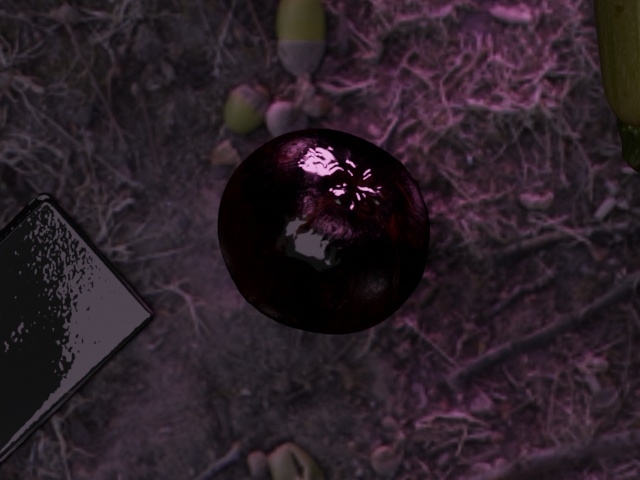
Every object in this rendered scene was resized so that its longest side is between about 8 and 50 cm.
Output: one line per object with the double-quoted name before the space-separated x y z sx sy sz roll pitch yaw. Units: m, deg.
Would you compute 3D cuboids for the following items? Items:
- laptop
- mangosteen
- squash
"laptop" -0.226 0.069 1.341 0.180 0.016 0.129 -43 84 9
"mangosteen" 0.000 0.000 1.244 0.152 0.152 0.152 0 92 10
"squash" 0.224 -0.151 1.231 0.094 0.094 0.224 1 100 10
